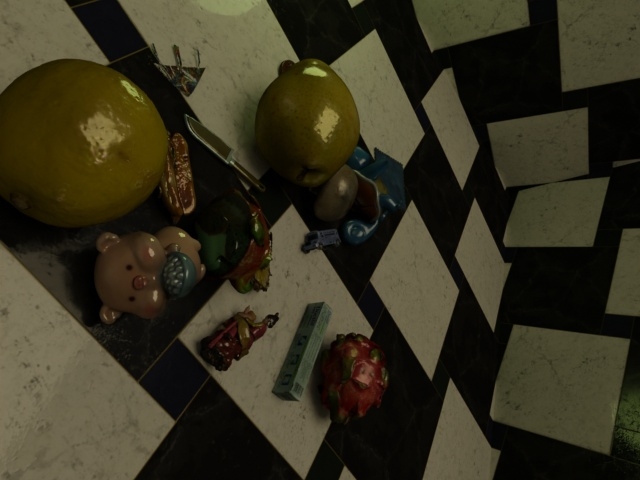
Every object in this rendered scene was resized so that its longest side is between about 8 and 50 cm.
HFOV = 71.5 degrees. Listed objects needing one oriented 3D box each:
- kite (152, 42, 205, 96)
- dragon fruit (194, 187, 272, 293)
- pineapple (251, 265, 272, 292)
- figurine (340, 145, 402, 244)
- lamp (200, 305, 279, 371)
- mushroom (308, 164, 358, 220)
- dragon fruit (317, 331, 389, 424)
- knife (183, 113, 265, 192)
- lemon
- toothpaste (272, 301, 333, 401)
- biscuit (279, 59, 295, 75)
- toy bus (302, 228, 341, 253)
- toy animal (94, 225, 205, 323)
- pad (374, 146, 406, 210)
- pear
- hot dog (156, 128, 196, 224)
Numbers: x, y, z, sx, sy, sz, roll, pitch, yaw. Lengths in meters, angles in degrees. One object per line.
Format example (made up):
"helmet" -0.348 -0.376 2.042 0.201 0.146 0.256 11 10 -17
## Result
"kite" -0.418 -0.509 1.338 0.182 0.010 0.160 -18 97 -48
"dragon fruit" -0.247 -0.003 1.207 0.130 0.268 0.296 17 51 -58
"pineapple" -0.196 0.060 1.359 0.221 0.047 0.221 -9 90 -80
"figurine" 0.193 -0.187 1.842 0.298 0.242 0.417 108 -21 -81
"lamp" -0.226 0.259 1.264 0.253 0.118 0.118 -41 111 -47
"mushroom" 0.043 -0.179 1.661 0.226 0.177 0.227 17 90 -86
"dragon fruit" 0.106 0.469 1.515 0.231 0.237 0.303 16 77 -25
"knife" -0.296 -0.269 1.398 0.343 0.027 0.061 40 55 -33
"lemon" -0.489 -0.191 0.913 0.347 0.347 0.348 18 65 -46
"toothpaste" -0.051 0.357 1.465 0.067 0.081 0.337 50 46 -30
"biscuit" -0.098 -0.642 1.751 0.175 0.026 0.124 -8 87 -51
"toy bus" 0.000 0.000 1.643 0.167 0.073 0.076 -9 84 -54
"toy animal" -0.399 0.062 1.056 0.221 0.229 0.210 -111 -161 -75
"pad" 0.345 -0.299 2.197 0.269 0.012 0.269 19 65 -46
"pear" -0.044 -0.388 1.493 0.362 0.362 0.419 19 60 -46
"hot dog" -0.403 -0.179 1.210 0.109 0.072 0.270 -1 78 -49
